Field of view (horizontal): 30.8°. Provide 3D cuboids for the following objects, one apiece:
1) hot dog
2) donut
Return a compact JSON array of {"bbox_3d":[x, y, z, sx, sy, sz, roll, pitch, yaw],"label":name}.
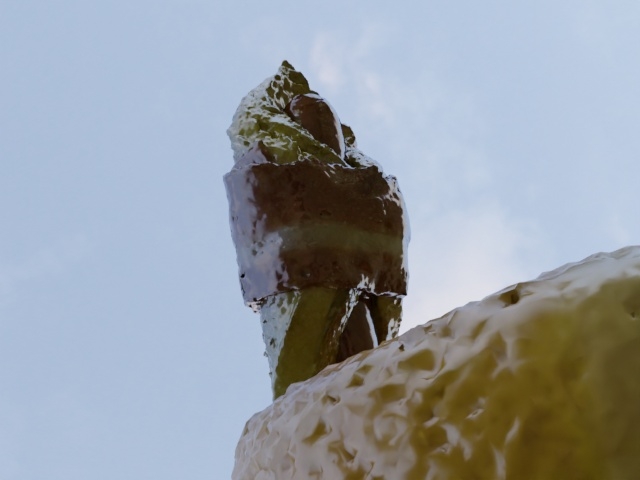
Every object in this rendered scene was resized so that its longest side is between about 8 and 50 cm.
[{"bbox_3d":[0.005,-0.002,0.712,0.123,0.093,0.261,7,-115,-51],"label":"hot dog"},{"bbox_3d":[0.166,0.094,0.526,0.435,0.377,0.163,-9,-107,-22],"label":"donut"}]
